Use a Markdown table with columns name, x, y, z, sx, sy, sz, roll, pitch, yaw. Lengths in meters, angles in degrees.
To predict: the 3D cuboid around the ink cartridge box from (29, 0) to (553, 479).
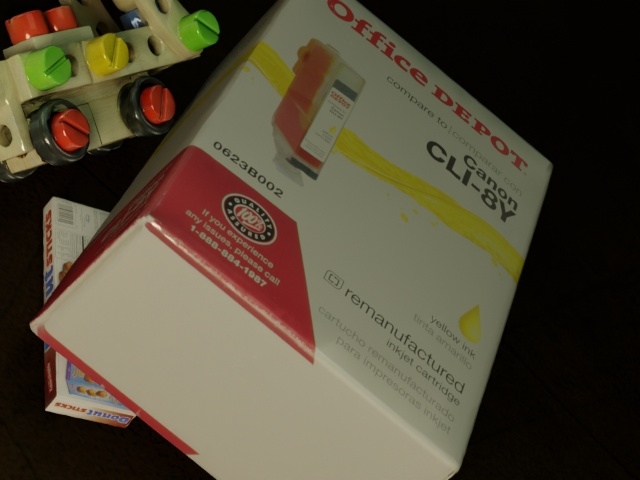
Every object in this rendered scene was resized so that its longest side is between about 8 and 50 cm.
| name | x | y | z | sx | sy | sz | roll | pitch | yaw |
| --- | --- | --- | --- | --- | --- | --- | --- | --- | --- |
| ink cartridge box | 0.000 | 0.000 | 1.209 | 0.279 | 0.160 | 0.385 | 39 | 38 | -10 |

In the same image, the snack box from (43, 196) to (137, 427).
| name | x | y | z | sx | sy | sz | roll | pitch | yaw |
| --- | --- | --- | --- | --- | --- | --- | --- | --- | --- |
| snack box | -0.169 | 0.049 | 1.152 | 0.064 | 0.022 | 0.178 | 18 | 46 | -30 |

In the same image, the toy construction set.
| name | x | y | z | sx | sy | sz | roll | pitch | yaw |
| --- | --- | --- | --- | --- | --- | --- | --- | --- | --- |
| toy construction set | -0.212 | -0.163 | 1.202 | 0.327 | 0.151 | 0.215 | -22 | 96 | -39 |
